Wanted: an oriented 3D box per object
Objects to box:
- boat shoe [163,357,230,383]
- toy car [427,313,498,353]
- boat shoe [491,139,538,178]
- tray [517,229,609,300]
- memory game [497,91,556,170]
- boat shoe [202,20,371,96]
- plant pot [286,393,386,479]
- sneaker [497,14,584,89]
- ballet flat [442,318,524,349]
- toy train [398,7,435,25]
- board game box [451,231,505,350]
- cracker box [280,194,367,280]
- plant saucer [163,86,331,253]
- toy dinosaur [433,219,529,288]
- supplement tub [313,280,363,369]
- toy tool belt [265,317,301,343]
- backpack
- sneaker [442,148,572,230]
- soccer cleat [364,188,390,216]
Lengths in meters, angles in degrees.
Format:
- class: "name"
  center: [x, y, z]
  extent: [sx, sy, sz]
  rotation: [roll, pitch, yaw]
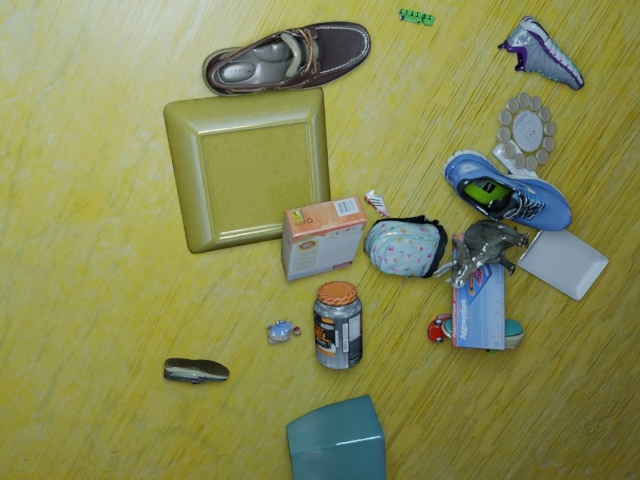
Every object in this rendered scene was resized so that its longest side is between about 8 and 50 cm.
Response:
- class: "boat shoe"
  center: [-0.291, 0.311, 1.347]
  extent: [0.152, 0.056, 0.049]
  rotation: [13, 112, -12]
- class: "toy car"
  center: [0.415, 0.222, 1.536]
  extent: [0.239, 0.053, 0.225]
  rotation: [-42, 118, 3]
- class: "boat shoe"
  center: [0.477, -0.163, 1.389]
  extent: [0.063, 0.066, 0.184]
  rotation: [-37, 119, 11]
- class: "tray"
  center: [0.654, 0.054, 1.555]
  extent: [0.270, 0.030, 0.145]
  rotation: [27, 101, -26]
- class: "memory game"
  center: [0.483, -0.254, 1.343]
  extent: [0.186, 0.012, 0.186]
  rotation: [0, 91, -27]
- class: "boat shoe"
  center: [-0.053, -0.347, 1.099]
  extent: [0.342, 0.123, 0.123]
  rotation: [-13, 108, -11]
- class: "plant pot"
  center: [0.035, 0.533, 1.488]
  extent: [0.235, 0.165, 0.165]
  rotation: [-8, 114, -6]
- class: "sneaker"
  center: [0.500, -0.402, 1.301]
  extent: [0.224, 0.083, 0.098]
  rotation: [37, 118, -23]
- class: "ballet flat"
  center: [0.410, 0.249, 1.475]
  extent: [0.249, 0.086, 0.086]
  rotation: [4, 110, -20]
- class: "toy train"
  center: [0.200, -0.465, 1.198]
  extent: [0.083, 0.017, 0.023]
  rotation: [3, 121, -19]
- class: "board game box"
  center: [0.392, 0.127, 1.423]
  extent: [0.145, 0.027, 0.281]
  rotation: [8, 78, -22]
- class: "cracker box"
  center: [0.000, 0.000, 1.228]
  extent: [0.156, 0.067, 0.232]
  rotation: [-13, 156, -13]
- class: "plant saucer"
  center: [-0.130, -0.135, 1.195]
  extent: [0.333, 0.081, 0.332]
  rotation: [-11, 115, -14]
- class: "toy dinosaur"
  center: [0.403, -0.003, 1.361]
  extent: [0.313, 0.160, 0.121]
  rotation: [-43, 144, -44]
- class: "supplement tub"
  center: [0.043, 0.200, 1.370]
  extent: [0.117, 0.117, 0.190]
  rotation: [-9, 114, -14]
- class: "toy tool belt"
  center: [-0.088, 0.211, 1.370]
  extent: [0.083, 0.052, 0.051]
  rotation: [-13, 124, -13]
- class: "backpack"
  center: [0.197, 0.016, 1.343]
  extent: [0.182, 0.115, 0.151]
  rotation: [9, 109, -21]
- class: "sneaker"
  center: [0.435, -0.085, 1.325]
  extent: [0.330, 0.147, 0.129]
  rotation: [20, 126, -11]
- class: "soccer cleat"
  center: [0.137, -0.086, 1.330]
  extent: [0.083, 0.029, 0.035]
  rotation: [39, 101, -23]
